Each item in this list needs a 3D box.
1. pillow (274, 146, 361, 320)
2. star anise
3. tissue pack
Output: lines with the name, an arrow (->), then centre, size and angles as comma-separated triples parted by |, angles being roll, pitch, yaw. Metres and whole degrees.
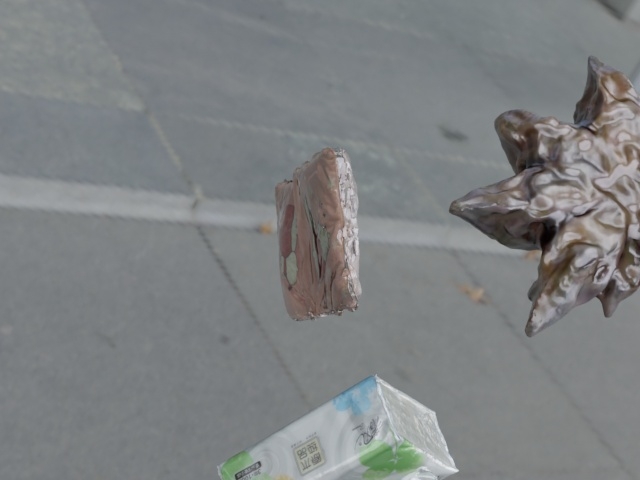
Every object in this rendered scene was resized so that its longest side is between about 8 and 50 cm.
pillow -> 0.000, 0.000, 1.126 | 0.049, 0.135, 0.248 | -2, -5, -11
star anise -> 0.273, -0.021, 1.200 | 0.315, 0.108, 0.315 | 5, 60, -8
tissue pack -> 0.026, 0.285, 1.528 | 0.159, 0.229, 0.145 | 37, 26, -50
